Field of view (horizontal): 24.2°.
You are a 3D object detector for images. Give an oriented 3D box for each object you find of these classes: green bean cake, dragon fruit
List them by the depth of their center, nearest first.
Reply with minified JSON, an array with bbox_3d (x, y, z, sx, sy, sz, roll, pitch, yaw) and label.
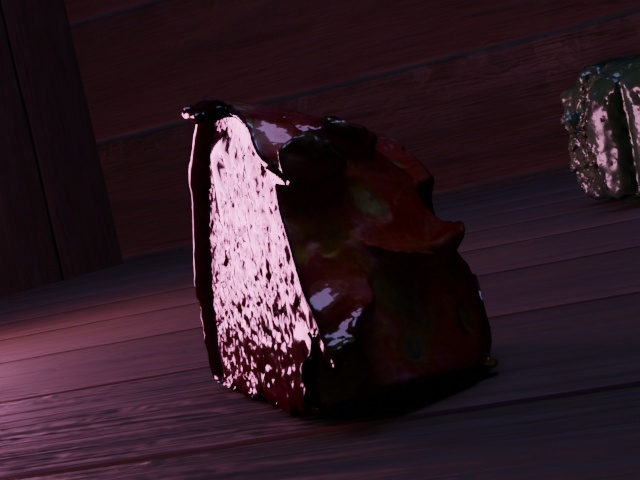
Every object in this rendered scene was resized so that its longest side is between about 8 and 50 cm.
[{"bbox_3d":[0.009,-0.008,0.734,0.126,0.161,0.274,-15,1,-14],"label":"dragon fruit"},{"bbox_3d":[0.400,-0.138,1.693,0.300,0.169,0.308,-10,5,43],"label":"green bean cake"}]
